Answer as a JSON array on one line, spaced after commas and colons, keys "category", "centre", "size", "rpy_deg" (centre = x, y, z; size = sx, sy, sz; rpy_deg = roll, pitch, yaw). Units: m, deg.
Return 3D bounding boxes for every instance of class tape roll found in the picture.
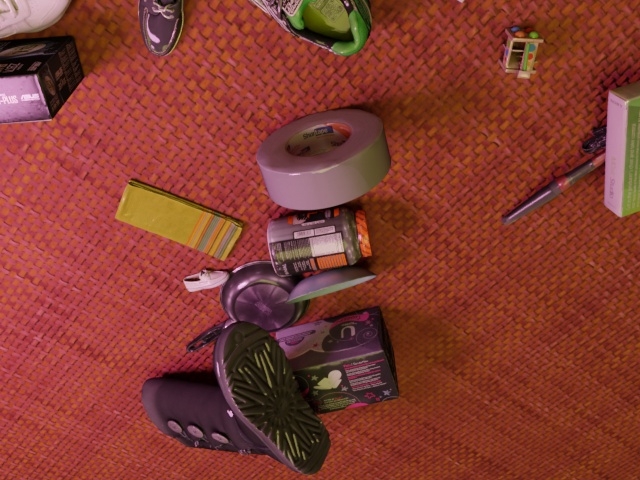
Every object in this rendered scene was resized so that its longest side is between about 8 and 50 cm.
[{"category": "tape roll", "centre": [0.005, -0.141, 1.082], "size": [0.219, 0.219, 0.072], "rpy_deg": [-13, 124, 8]}]

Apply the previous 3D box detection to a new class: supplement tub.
[{"category": "supplement tub", "centre": [0.000, 0.000, 1.244], "size": [0.190, 0.117, 0.117], "rpy_deg": [-10, 125, 5]}]

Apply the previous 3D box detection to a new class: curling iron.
[{"category": "curling iron", "centre": [0.454, -0.114, 1.213], "size": [0.035, 0.068, 0.274], "rpy_deg": [29, 125, -21]}]

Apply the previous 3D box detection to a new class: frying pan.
[{"category": "frying pan", "centre": [-0.181, 0.148, 1.392], "size": [0.326, 0.053, 0.197], "rpy_deg": [-17, 123, 7]}]

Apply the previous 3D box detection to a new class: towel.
[{"category": "towel", "centre": [-0.280, -0.036, 1.272], "size": [0.237, 0.021, 0.102], "rpy_deg": [22, 121, -15]}]

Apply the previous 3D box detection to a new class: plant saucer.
[{"category": "plant saucer", "centre": [0.017, 0.084, 1.298], "size": [0.195, 0.195, 0.037], "rpy_deg": [-19, 82, 12]}]

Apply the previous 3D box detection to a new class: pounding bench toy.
[{"category": "pounding bench toy", "centre": [0.333, -0.310, 1.051], "size": [0.052, 0.083, 0.065], "rpy_deg": [2, 126, -2]}]

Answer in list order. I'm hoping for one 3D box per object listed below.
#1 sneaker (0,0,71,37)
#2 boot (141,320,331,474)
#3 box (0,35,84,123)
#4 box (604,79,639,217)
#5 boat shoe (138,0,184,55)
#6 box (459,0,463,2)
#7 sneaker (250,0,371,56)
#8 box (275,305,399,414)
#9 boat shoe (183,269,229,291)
[{"category": "sneaker", "centre": [-0.518, -0.343, 0.974], "size": [0.305, 0.152, 0.114], "rpy_deg": [-17, 122, 9]}, {"category": "boot", "centre": [-0.233, 0.325, 1.371], "size": [0.445, 0.146, 0.367], "rpy_deg": [-3, 120, 46]}, {"category": "box", "centre": [-0.480, -0.256, 1.016], "size": [0.147, 0.180, 0.077], "rpy_deg": [-3, 125, 2]}, {"category": "box", "centre": [0.652, -0.194, 1.112], "size": [0.322, 0.058, 0.232], "rpy_deg": [-19, 124, -6]}, {"category": "boat shoe", "centre": [-0.250, -0.382, 1.002], "size": [0.075, 0.065, 0.206], "rpy_deg": [13, 124, -8]}, {"category": "box", "centre": [0.095, -0.468, 0.948], "size": [0.324, 0.063, 0.067], "rpy_deg": [24, 123, -17]}, {"category": "sneaker", "centre": [-0.059, -0.395, 0.939], "size": [0.344, 0.146, 0.134], "rpy_deg": [25, 119, -21]}, {"category": "box", "centre": [0.032, 0.265, 1.402], "size": [0.247, 0.163, 0.142], "rpy_deg": [-13, 119, 9]}, {"category": "boat shoe", "centre": [-0.242, 0.078, 1.347], "size": [0.100, 0.035, 0.035], "rpy_deg": [-14, 127, 16]}]
